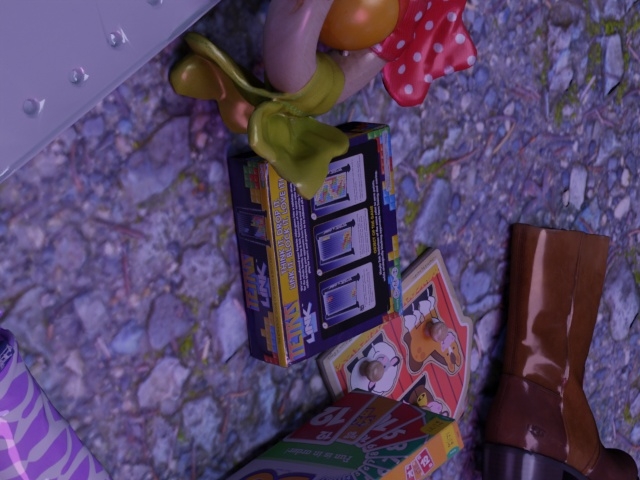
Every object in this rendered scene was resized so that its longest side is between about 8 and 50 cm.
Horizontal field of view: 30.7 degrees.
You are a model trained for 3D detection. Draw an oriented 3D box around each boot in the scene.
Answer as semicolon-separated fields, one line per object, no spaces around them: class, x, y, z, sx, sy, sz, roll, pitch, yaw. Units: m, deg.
boot;0.269;0.131;1.243;0.264;0.096;0.280;13;81;-38

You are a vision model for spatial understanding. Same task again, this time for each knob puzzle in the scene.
knob puzzle;0.090;0.134;1.080;0.213;0.030;0.213;-11;106;-44

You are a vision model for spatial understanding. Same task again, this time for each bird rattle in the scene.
bird rattle;0.030;-0.153;0.842;0.254;0.143;0.207;-31;153;-27

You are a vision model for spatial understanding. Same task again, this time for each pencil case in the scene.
pencil case;-0.191;0.145;0.768;0.088;0.086;0.206;-70;144;-49

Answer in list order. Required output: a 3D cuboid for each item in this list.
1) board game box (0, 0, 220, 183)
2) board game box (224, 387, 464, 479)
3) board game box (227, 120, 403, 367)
board game box;-0.233;-0.238;0.655;0.390;0.050;0.390;-48;127;-31
board game box;-0.021;0.202;0.902;0.259;0.124;0.039;-34;116;-31
board game box;0.000;0.000;0.951;0.141;0.048;0.170;-19;112;-39
